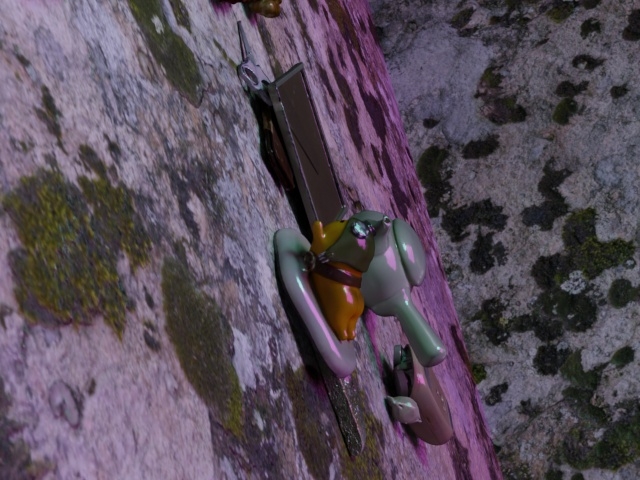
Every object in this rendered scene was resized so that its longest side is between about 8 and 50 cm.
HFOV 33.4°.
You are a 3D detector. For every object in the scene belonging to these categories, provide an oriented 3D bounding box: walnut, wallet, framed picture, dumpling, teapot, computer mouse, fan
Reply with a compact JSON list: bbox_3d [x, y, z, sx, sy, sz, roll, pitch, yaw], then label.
[{"bbox_3d":[-0.117,-0.485,1.979,0.170,0.069,0.143,-88,157,-56],"label":"walnut"},{"bbox_3d":[-0.075,-0.170,1.787,0.176,0.026,0.095,-98,168,-46],"label":"wallet"},{"bbox_3d":[-0.018,-0.153,1.862,0.211,0.020,0.289,-59,134,-68],"label":"framed picture"},{"bbox_3d":[0.158,0.318,2.032,0.057,0.076,0.052,-127,-132,-55],"label":"dumpling"},{"bbox_3d":[0.145,0.089,2.089,0.220,0.149,0.318,-32,102,-77],"label":"teapot"},{"bbox_3d":[0.199,0.315,2.152,0.145,0.082,0.236,-94,160,-47],"label":"computer mouse"},{"bbox_3d":[0.000,0.000,1.867,0.152,0.008,0.226,21,55,-64],"label":"fan"}]

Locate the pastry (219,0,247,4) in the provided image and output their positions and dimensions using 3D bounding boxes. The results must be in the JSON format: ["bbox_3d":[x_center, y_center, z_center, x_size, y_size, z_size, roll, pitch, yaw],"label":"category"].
[{"bbox_3d":[-0.139,-0.452,1.775,0.208,0.097,0.115,-73,153,-73],"label":"pastry"}]

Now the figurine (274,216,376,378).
[{"bbox_3d":[0.040,0.065,1.597,0.250,0.141,0.166,65,15,11],"label":"figurine"}]

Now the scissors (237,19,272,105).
[{"bbox_3d":[-0.117,-0.308,1.803,0.100,0.015,0.189,32,34,-47],"label":"scissors"}]

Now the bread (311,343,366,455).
[{"bbox_3d":[0.039,0.230,1.672,0.112,0.036,0.192,-32,103,-79],"label":"bread"}]
